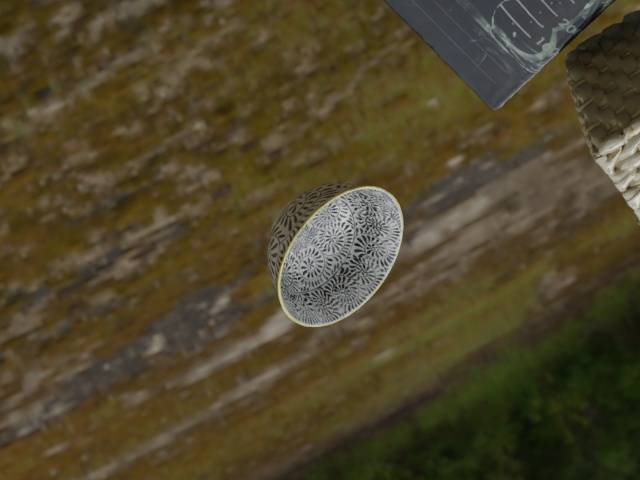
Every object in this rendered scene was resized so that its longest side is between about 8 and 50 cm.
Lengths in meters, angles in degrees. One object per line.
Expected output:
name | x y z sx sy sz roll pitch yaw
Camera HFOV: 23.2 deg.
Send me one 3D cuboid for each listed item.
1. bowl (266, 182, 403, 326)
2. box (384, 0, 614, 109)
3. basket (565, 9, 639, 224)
bowl | 0.000 0.000 1.665 0.170 0.080 0.170 -25 134 -29
box | 0.238 -0.504 1.919 0.297 0.480 0.472 -45 180 -39
basket | 0.495 -0.151 1.828 0.328 0.266 0.331 -33 -159 18
